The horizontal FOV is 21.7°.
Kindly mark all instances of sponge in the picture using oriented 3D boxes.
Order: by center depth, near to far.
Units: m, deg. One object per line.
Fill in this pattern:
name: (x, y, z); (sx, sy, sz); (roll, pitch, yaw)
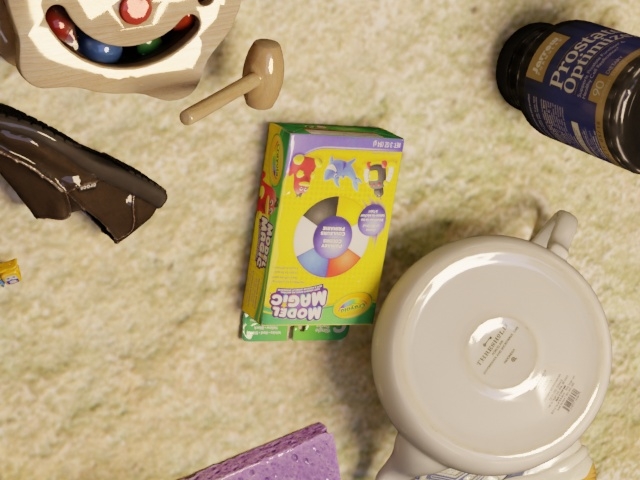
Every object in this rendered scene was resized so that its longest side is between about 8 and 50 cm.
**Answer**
sponge: (-0.076, 0.274, 1.689); (0.210, 0.031, 0.117); (-20, 116, -22)

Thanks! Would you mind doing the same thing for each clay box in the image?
clay box: (0.000, 0.000, 1.621); (0.127, 0.053, 0.222); (0, 106, -28)

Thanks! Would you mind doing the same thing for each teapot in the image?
teapot: (0.164, 0.112, 1.681); (0.256, 0.187, 0.252); (-11, 85, -7)

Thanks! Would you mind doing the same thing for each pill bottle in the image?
pill bottle: (0.267, -0.146, 1.617); (0.123, 0.219, 0.122); (-10, 111, -26)

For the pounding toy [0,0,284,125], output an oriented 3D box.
pounding toy: (-0.140, -0.193, 1.416); (0.270, 0.155, 0.154); (3, 110, -29)

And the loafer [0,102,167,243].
loafer: (-0.234, -0.054, 1.458); (0.220, 0.080, 0.078); (27, 93, -33)

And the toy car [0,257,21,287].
toy car: (-0.307, 0.073, 1.481); (0.122, 0.060, 0.040); (-31, 151, -9)

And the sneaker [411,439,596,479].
sneaker: (0.137, 0.260, 1.772); (0.297, 0.112, 0.131); (-22, 78, -6)
